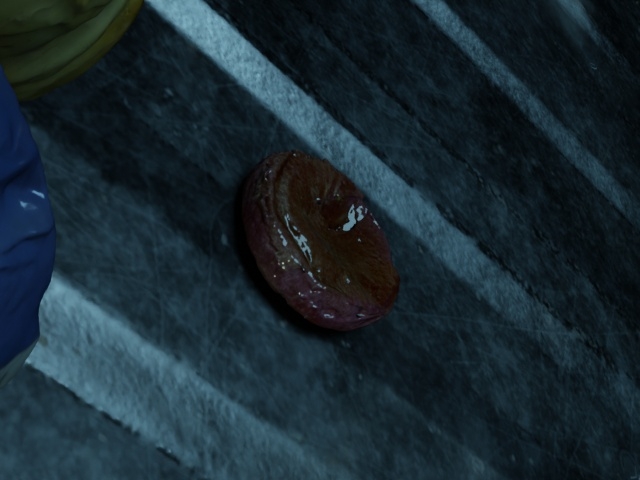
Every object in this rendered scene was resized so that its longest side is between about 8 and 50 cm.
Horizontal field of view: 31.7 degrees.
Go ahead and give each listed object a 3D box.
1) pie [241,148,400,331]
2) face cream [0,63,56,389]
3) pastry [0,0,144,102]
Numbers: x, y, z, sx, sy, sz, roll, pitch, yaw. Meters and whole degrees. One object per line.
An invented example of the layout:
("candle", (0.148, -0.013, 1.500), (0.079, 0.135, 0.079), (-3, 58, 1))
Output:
("pie", (0.000, 0.000, 1.003), (0.182, 0.049, 0.182), (35, 36, -30))
("face cream", (-0.262, 0.012, 0.457), (0.249, 0.249, 0.225), (55, 25, -7))
("pastry", (-0.221, -0.274, 0.629), (0.245, 0.409, 0.410), (-35, 95, -18))
